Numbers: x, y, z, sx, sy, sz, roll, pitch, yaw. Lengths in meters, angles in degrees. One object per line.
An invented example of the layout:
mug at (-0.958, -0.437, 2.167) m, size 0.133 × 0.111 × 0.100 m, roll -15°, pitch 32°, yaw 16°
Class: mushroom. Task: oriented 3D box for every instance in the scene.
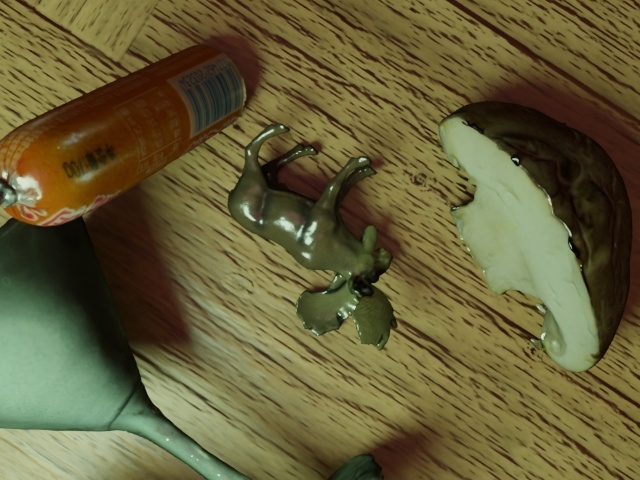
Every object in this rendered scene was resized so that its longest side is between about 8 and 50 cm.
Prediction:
mushroom at (0.239, -0.023, 0.818) m, size 0.151 × 0.156 × 0.285 m, roll -28°, pitch 92°, yaw -26°

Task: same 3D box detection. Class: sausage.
sausage at (-0.181, -0.092, 0.728) m, size 0.093 × 0.312 × 0.092 m, roll 12°, pitch 121°, yaw 21°

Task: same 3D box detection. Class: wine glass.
wine glass at (-0.159, 0.172, 0.771) m, size 0.406 × 0.267 × 0.267 m, roll 36°, pitch 92°, yaw -5°

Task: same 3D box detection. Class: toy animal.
toy animal at (0.000, 0.000, 0.839) m, size 0.214 × 0.094 × 0.186 m, roll 23°, pitch 87°, yaw 8°
